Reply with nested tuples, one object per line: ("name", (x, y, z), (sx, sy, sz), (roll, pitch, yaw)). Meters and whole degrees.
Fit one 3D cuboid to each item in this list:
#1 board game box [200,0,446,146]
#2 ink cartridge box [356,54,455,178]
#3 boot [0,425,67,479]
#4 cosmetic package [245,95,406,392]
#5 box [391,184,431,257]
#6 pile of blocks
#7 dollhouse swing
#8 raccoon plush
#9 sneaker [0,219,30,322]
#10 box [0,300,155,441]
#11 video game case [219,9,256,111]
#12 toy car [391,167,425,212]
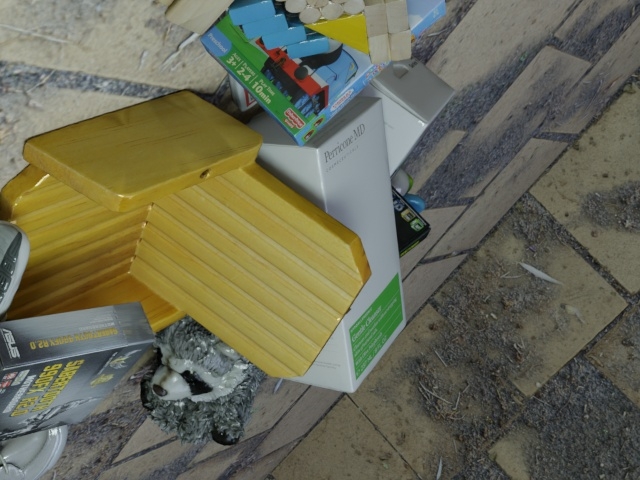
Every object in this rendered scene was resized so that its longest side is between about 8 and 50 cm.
("board game box", (0.002, -0.228, 0.954), (0.211, 0.160, 0.039), (-43, 163, -3))
("ink cartridge box", (0.071, -0.138, 1.395), (0.278, 0.117, 0.201), (-54, 178, 31))
("boot", (-0.511, 0.366, 1.392), (0.258, 0.095, 0.123), (-46, 169, 10))
("cosmetic package", (0.000, 0.000, 1.242), (0.197, 0.155, 0.365), (-45, 135, -48))
("box", (0.068, -0.032, 1.595), (0.184, 0.191, 0.045), (-35, 163, -24))
("pile of blocks", (-0.062, -0.265, 0.817), (0.362, 0.113, 0.149), (21, 137, -41))
("dollhouse swing", (-0.175, 0.060, 1.085), (0.315, 0.305, 0.347), (-28, 158, -41))
("raccoon plush", (-0.177, 0.148, 1.604), (0.446, 0.216, 0.299), (-70, 178, -51))
("sneaker", (-0.403, 0.077, 0.993), (0.297, 0.111, 0.129), (-45, 176, 27))
("box", (-0.323, 0.161, 1.037), (0.183, 0.056, 0.231), (-6, 151, -43))
("video game case", (-0.031, -0.288, 1.054), (0.204, 0.025, 0.285), (-38, 162, -15))
("toy car", (0.129, -0.051, 1.772), (0.182, 0.136, 0.159), (-40, 162, -12))
